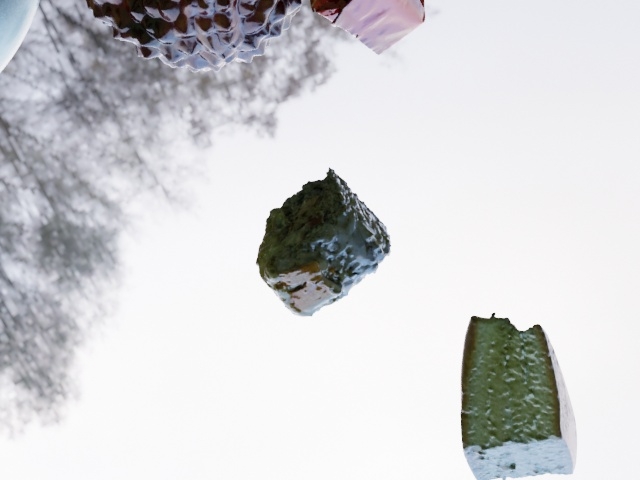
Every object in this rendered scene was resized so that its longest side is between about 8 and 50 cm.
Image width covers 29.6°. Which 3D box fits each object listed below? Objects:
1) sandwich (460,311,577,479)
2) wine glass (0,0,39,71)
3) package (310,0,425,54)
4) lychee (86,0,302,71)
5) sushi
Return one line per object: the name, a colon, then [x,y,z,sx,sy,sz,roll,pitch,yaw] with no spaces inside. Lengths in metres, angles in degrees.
sandwich: [0.182,0.162,1.113,0.094,0.258,0.096,-4,-120,16]
wine glass: [-0.365,-0.302,1.291,0.357,0.190,0.190,-42,-154,31]
package: [0.058,-0.510,1.884,0.123,0.196,0.423,-13,-106,26]
lychee: [-0.219,-0.512,1.956,0.425,0.424,0.500,-21,-108,-1]
sushi: [0.000,0.000,1.824,0.184,0.139,0.274,-35,-156,13]
